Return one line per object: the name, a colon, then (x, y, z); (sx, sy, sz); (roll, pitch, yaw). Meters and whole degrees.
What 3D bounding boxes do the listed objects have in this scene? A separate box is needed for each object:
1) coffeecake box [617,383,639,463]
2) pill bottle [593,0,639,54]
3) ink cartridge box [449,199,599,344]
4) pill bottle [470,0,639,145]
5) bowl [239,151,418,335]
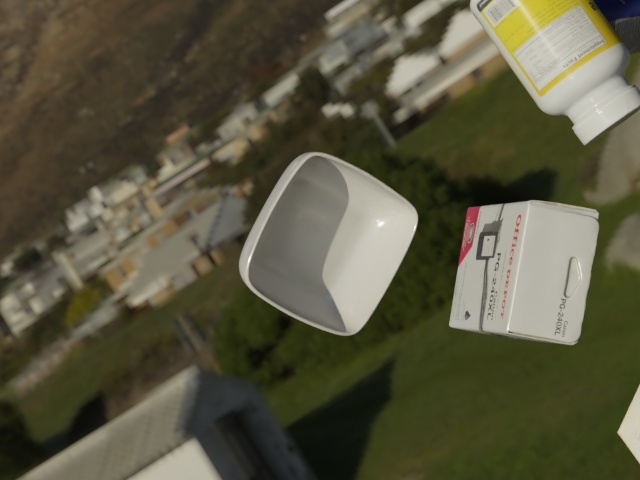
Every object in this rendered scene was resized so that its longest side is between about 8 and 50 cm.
coffeecake box: (0.309, 0.149, 1.131); (0.068, 0.185, 0.142); (-1, -53, -25)
pill bottle: (0.348, -0.279, 1.862); (0.219, 0.122, 0.123); (-15, -11, -27)
ink cartridge box: (0.164, 0.026, 1.282); (0.063, 0.109, 0.150); (11, -4, -13)
pill bottle: (0.236, -0.188, 1.524); (0.103, 0.184, 0.103); (-34, -6, -4)
bowl: (0.000, 0.000, 1.379); (0.142, 0.142, 0.053); (-62, 31, -2)
